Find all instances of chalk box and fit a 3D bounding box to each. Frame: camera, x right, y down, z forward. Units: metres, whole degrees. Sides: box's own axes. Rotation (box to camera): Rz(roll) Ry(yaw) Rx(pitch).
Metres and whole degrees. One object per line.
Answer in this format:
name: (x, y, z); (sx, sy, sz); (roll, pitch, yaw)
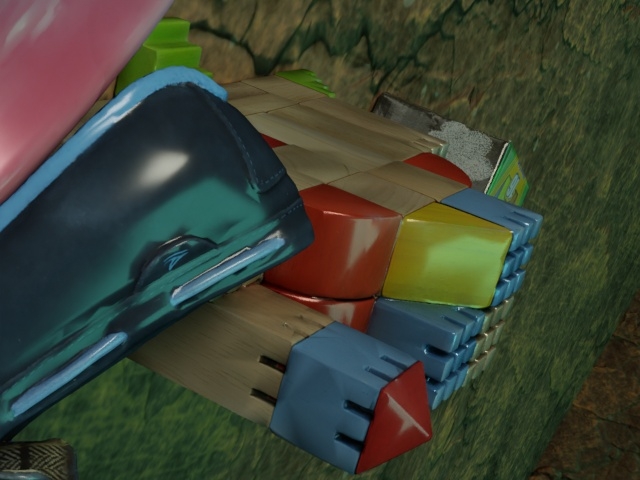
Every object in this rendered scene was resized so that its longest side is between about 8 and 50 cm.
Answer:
chalk box: (0.077, 0.004, 1.074); (0.213, 0.132, 0.132); (-63, 158, -6)

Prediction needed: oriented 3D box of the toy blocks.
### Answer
toy blocks: (0.000, 0.000, 0.711); (0.381, 0.261, 0.191); (-23, 132, -61)

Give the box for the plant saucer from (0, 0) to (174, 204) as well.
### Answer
plant saucer: (-0.131, -0.088, 0.395); (0.332, 0.084, 0.332); (-51, 180, 0)

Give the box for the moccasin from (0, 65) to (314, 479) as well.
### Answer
moccasin: (-0.142, 0.077, 0.503); (0.342, 0.117, 0.138); (-44, -173, 1)
